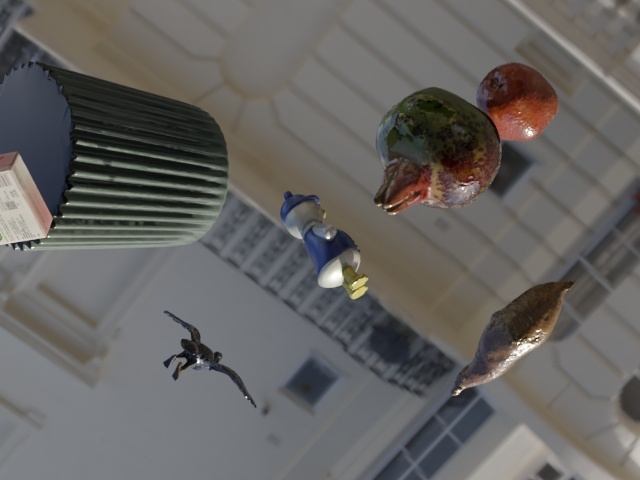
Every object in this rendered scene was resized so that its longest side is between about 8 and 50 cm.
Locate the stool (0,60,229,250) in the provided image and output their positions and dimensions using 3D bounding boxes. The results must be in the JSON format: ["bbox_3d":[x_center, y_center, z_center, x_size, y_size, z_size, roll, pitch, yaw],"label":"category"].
[{"bbox_3d":[-0.351,-0.124,1.759,0.330,0.297,0.297,3,-142,-46],"label":"stool"}]

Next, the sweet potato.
[{"bbox_3d":[0.222,0.124,1.292,0.068,0.226,0.068,29,-150,-19],"label":"sweet potato"}]

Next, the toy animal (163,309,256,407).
[{"bbox_3d":[-0.177,0.171,1.565,0.220,0.062,0.108,44,-158,29],"label":"toy animal"}]

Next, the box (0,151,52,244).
[{"bbox_3d":[-0.437,-0.056,1.469,0.043,0.089,0.125,-85,-17,-49],"label":"box"}]

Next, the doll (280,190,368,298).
[{"bbox_3d":[0.000,0.000,1.117,0.143,0.057,0.099,52,162,28],"label":"doll"}]

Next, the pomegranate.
[{"bbox_3d":[0.173,-0.129,1.725,0.214,0.214,0.248,41,-120,5],"label":"pomegranate"}]

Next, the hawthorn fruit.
[{"bbox_3d":[0.330,-0.240,1.821,0.138,0.133,0.133,42,-169,-40],"label":"hawthorn fruit"}]
